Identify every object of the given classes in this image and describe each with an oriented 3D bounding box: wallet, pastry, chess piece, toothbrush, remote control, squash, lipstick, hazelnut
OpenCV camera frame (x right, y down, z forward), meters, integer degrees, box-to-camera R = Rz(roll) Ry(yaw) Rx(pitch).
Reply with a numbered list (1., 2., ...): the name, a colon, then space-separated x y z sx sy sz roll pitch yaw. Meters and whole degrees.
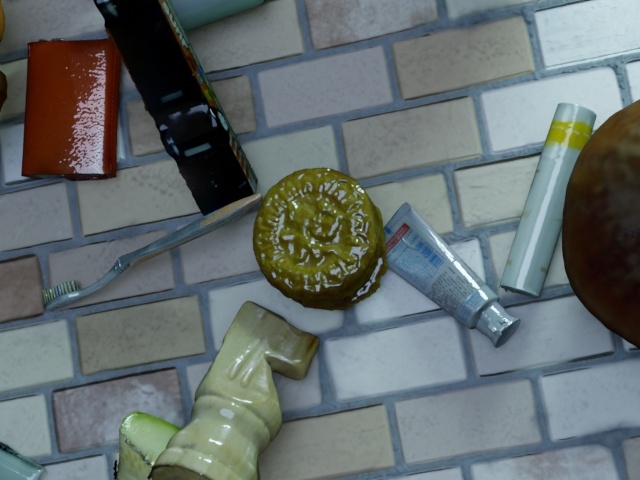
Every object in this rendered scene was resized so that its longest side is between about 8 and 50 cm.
1. wallet: -0.362 -0.190 2.003 0.142 0.045 0.204 0 82 8
2. pastry: 0.000 0.000 1.868 0.188 0.103 0.189 -3 79 17
3. chess piece: -0.107 0.215 1.823 0.137 0.137 0.301 15 54 13
4. toothbrush: -0.238 0.017 1.915 0.375 0.028 0.037 -24 70 20
5. remote control: -0.473 0.313 1.950 0.166 0.029 0.065 24 87 14
6. squash: -0.148 0.331 1.845 0.252 0.169 0.093 21 42 14
7. lipstick: 0.306 -0.053 1.848 0.059 0.059 0.264 17 85 13
8. hazelnut: 0.489 0.001 1.678 0.409 0.359 0.359 34 88 23

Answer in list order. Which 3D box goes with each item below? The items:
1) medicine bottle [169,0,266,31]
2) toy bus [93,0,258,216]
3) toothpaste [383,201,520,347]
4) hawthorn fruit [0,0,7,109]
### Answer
1. medicine bottle: -0.196 -0.368 1.951 0.225 0.139 0.139 -18 78 8
2. toy bus: -0.209 -0.228 1.872 0.093 0.092 0.409 -23 104 10
3. toothpaste: 0.168 0.051 1.864 0.234 0.057 0.089 42 92 21
4. hawthorn fruit: -0.653 -0.258 1.879 0.471 0.472 0.472 -2 81 10
